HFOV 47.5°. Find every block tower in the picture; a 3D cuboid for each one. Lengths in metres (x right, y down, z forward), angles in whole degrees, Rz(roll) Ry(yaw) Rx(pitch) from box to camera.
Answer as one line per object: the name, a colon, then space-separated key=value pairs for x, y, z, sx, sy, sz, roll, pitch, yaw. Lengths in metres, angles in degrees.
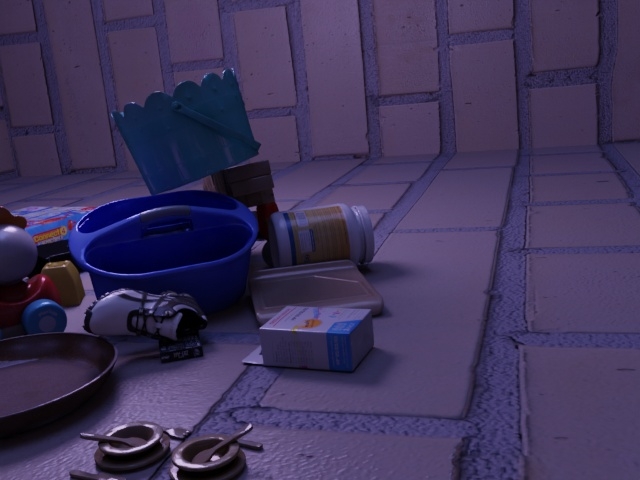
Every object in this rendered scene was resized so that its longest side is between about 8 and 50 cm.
block tower: x=-0.192 y=-0.120 z=1.623 sx=0.097 sy=0.091 sz=0.335 roll=-14 pitch=7 yaw=-17

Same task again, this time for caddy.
caddy: x=-0.285 y=0.012 z=1.350 sx=0.341 sy=0.179 sz=0.241 roll=-11 pitch=41 yaw=-21

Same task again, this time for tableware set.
tableware set: x=-0.175 y=0.234 z=0.831 sx=0.194 sy=0.039 sz=0.128 roll=1 pitch=15 yaw=26

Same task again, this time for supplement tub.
supplement tub: x=0.000 y=0.000 z=1.518 sx=0.199 sy=0.144 sz=0.144 roll=-8 pitch=14 yaw=-11

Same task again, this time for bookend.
bookend: x=-0.594 y=0.048 z=1.712 sx=0.157 sy=0.072 sz=0.156 roll=-15 pitch=17 yaw=-38

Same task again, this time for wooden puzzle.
wooden puzzle: x=-0.016 y=0.101 z=1.340 sx=0.221 sy=0.044 sz=0.239 roll=-7 pitch=18 yaw=-8

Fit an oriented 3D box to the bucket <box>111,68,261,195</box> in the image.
bucket: x=-0.266 y=-0.219 z=1.486 sx=0.281 sy=0.183 sz=0.281 roll=-20 pitch=11 yaw=4

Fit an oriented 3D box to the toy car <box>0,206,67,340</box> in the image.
toy car: x=-0.586 y=0.059 z=1.303 sx=0.210 sy=0.238 sz=0.219 roll=-14 pitch=15 yaw=-31

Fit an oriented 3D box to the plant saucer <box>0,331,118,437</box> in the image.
plant saucer: x=-0.443 y=0.207 z=1.034 sx=0.310 sy=0.050 sz=0.310 roll=-6 pitch=13 yaw=1

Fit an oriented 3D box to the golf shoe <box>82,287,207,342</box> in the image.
golf shoe: x=-0.271 y=0.121 z=1.152 sx=0.198 sy=0.077 sz=0.094 roll=-5 pitch=20 yaw=-38

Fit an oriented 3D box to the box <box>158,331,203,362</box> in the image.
box: x=-0.226 y=0.169 z=1.171 sx=0.067 sy=0.018 sz=0.083 roll=-9 pitch=14 yaw=-13

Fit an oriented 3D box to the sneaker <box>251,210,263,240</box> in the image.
sneaker: x=-0.168 y=-0.041 z=1.971 sx=0.089 sy=0.051 sz=0.170 roll=-1 pitch=19 yaw=18

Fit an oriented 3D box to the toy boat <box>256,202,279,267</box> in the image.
toy boat: x=-0.227 y=0.012 z=1.620 sx=0.318 sy=0.148 sz=0.267 roll=-11 pitch=7 yaw=8

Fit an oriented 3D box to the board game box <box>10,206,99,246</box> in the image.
board game box: x=-0.840 y=-0.025 z=2.086 sx=0.308 sy=0.086 sz=0.302 roll=2 pitch=15 yaw=27

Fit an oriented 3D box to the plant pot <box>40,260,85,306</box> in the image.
plant pot: x=-0.537 y=0.088 z=1.496 sx=0.081 sy=0.083 sz=0.081 roll=-7 pitch=14 yaw=-8

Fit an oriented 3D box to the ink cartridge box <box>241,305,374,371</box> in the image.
ink cartridge box: x=-0.021 y=0.144 z=1.098 sx=0.181 sy=0.062 sz=0.104 roll=0 pitch=14 yaw=22
